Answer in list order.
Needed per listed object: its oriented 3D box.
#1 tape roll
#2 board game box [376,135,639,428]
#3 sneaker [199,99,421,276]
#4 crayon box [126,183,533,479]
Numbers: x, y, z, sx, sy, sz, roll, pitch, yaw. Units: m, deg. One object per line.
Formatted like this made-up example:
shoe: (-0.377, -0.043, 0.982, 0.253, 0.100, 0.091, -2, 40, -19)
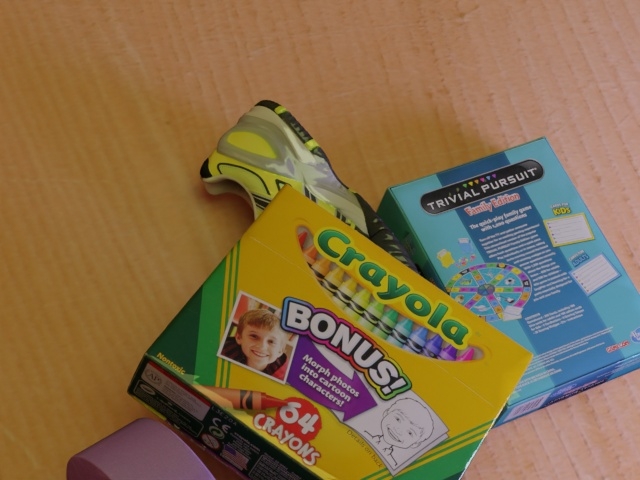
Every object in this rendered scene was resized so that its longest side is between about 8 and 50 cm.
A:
tape roll: (-0.165, 0.332, 1.692, 0.090, 0.275, 0.275, -28, 71, -27)
board game box: (0.262, 0.049, 2.069, 0.254, 0.079, 0.336, -18, 67, -22)
sneaker: (0.000, 0.000, 2.020, 0.147, 0.145, 0.384, -39, 73, -7)
crayon box: (0.017, 0.152, 1.798, 0.363, 0.106, 0.313, 35, 52, 3)
